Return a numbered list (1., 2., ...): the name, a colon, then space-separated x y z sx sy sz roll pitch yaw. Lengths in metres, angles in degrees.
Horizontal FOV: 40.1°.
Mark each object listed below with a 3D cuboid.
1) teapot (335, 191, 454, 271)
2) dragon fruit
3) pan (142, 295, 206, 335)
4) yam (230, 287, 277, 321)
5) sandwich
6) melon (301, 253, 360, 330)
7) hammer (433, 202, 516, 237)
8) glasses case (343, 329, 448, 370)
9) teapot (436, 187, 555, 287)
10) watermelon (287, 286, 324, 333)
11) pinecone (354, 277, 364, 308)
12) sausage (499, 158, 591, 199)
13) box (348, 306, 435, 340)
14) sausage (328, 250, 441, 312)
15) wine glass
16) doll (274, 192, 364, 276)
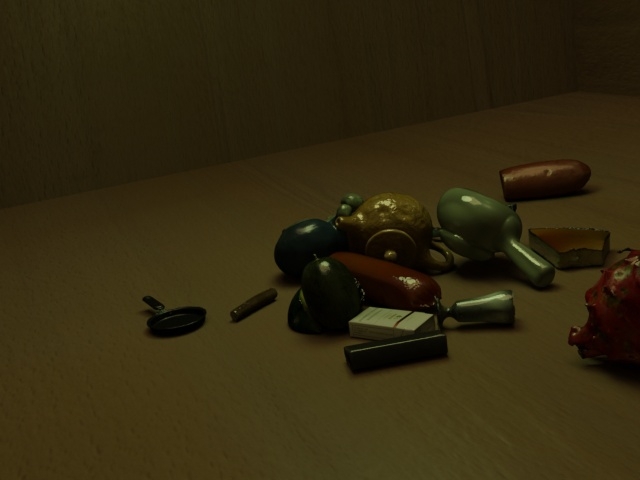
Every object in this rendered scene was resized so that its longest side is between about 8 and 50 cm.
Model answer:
1. teapot: 0.177 0.005 2.071 0.311 0.203 0.167 23 32 -12
2. dragon fruit: 0.548 0.123 1.481 0.268 0.205 0.210 -39 -30 29
3. pan: -0.351 0.170 2.019 0.136 0.028 0.235 -17 22 -31
4. yam: -0.153 0.145 2.007 0.032 0.032 0.145 4 21 36
5. sandwich: 0.565 0.019 2.041 0.193 0.058 0.162 3 20 26
6. melon: 0.020 0.105 1.820 0.114 0.167 0.114 -22 5 2
7. hammer: 0.382 -0.029 2.248 0.287 0.111 0.033 -4 12 43
8. glasses case: 0.143 0.204 1.650 0.190 0.042 0.072 -10 10 -5
9. teapot: 0.384 -0.017 1.990 0.220 0.149 0.318 22 4 -20
10. watermelon: -0.030 0.156 1.909 0.075 0.092 0.181 -50 5 23
11. pinecone: 0.057 0.117 1.912 0.077 0.083 0.077 -14 36 11
12. sausage: 0.663 -0.182 2.586 0.259 0.114 0.113 -7 16 10
13. box: 0.144 0.171 1.765 0.154 0.040 0.084 5 19 35
14. sausage: 0.127 0.088 1.957 0.097 0.094 0.348 -26 24 -33
15. wine glass: 0.307 0.137 1.747 0.155 0.072 0.072 -6 16 10
16. doll: 0.000 0.000 2.199 0.258 0.154 0.228 -15 -22 -23
